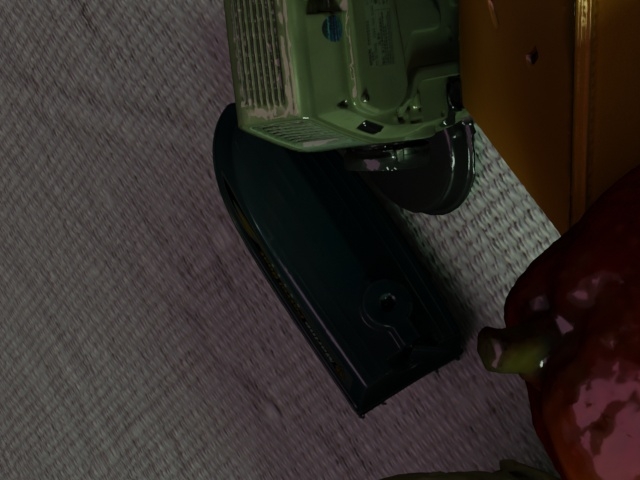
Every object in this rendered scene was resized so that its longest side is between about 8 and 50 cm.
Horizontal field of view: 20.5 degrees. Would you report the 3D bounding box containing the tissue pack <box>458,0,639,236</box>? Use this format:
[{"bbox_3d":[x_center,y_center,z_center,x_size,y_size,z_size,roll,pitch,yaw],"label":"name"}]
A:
[{"bbox_3d":[0.180,-0.171,1.097,0.194,0.145,0.274,-121,23,-51],"label":"tissue pack"}]

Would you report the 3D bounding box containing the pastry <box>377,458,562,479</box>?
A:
[{"bbox_3d":[0.106,0.369,1.355,0.245,0.409,0.409,33,133,51],"label":"pastry"}]

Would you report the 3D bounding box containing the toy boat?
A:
[{"bbox_3d":[0.000,0.003,1.501,0.296,0.114,0.122,56,162,16],"label":"toy boat"}]

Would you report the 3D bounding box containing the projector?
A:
[{"bbox_3d":[0.041,-0.146,1.225,0.088,0.269,0.193,0,100,34],"label":"projector"}]

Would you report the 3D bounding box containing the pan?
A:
[{"bbox_3d":[0.099,-0.096,1.395,0.235,0.028,0.136,-27,87,53],"label":"pan"}]

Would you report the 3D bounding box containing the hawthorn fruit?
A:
[{"bbox_3d":[0.229,0.071,0.996,0.265,0.307,0.265,177,90,-66],"label":"hawthorn fruit"}]
